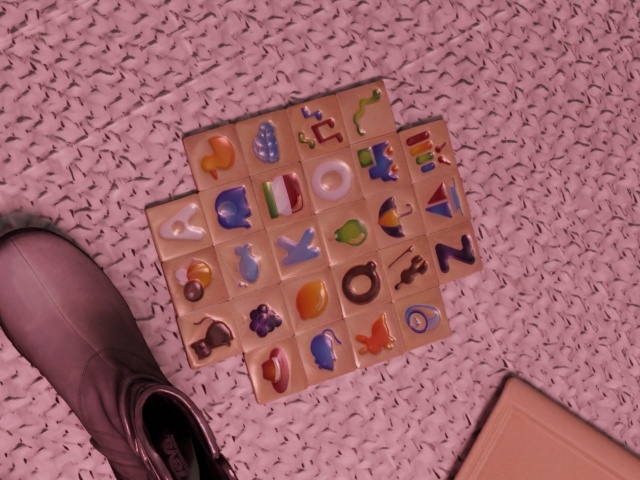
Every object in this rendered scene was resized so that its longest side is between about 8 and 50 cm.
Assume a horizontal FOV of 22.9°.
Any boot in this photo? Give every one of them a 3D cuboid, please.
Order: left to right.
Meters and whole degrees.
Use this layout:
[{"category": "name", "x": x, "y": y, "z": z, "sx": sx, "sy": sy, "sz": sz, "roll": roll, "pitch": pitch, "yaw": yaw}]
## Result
[{"category": "boot", "x": -0.179, "y": 0.129, "z": 1.464, "sx": 0.118, "sy": 0.223, "sz": 0.338, "roll": -39, "pitch": 103, "yaw": -15}]

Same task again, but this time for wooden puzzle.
[{"category": "wooden puzzle", "x": 0.234, "y": 0.300, "z": 1.717, "sx": 0.221, "sy": 0.044, "sz": 0.238, "roll": 34, "pitch": 75, "yaw": -17}]

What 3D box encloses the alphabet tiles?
[{"category": "alphabet tiles", "x": 0.000, "y": 0.000, "z": 1.642, "sx": 0.342, "sy": 0.011, "sz": 0.285, "roll": -18, "pitch": 97, "yaw": -19}]
